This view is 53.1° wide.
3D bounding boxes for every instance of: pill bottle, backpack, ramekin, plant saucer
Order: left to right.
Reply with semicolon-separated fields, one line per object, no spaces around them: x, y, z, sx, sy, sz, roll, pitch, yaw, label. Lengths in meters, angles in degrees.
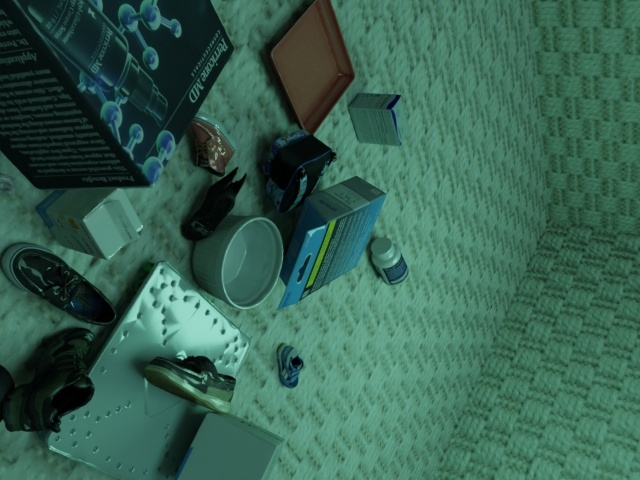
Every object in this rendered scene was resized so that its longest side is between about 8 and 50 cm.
-0.186;0.040;1.408;0.207;0.109;0.207;-26;122;-52;ramekin
-0.065;-0.156;1.521;0.158;0.117;0.173;-34;160;-45;backpack
-0.024;-0.424;1.554;0.259;0.048;0.258;-56;142;-28;plant saucer
0.218;0.065;2.042;0.094;0.094;0.169;-60;144;-24;pill bottle

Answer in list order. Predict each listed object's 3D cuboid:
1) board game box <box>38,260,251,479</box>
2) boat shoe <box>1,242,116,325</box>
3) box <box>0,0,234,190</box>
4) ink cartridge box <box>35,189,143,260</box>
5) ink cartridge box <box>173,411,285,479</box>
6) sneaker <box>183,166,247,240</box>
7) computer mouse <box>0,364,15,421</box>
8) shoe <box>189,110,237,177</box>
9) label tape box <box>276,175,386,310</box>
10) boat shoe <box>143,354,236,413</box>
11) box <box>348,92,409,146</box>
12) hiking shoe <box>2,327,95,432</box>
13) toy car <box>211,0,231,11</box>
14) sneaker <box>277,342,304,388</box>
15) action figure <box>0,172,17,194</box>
-0.335;0.293;1.324;0.389;0.050;0.390;-62;144;-22;board game box
-0.430;0.083;1.084;0.080;0.076;0.228;-60;144;-25;boat shoe
-0.323;-0.297;0.788;0.395;0.212;0.293;62;38;-46;box
-0.376;-0.037;1.063;0.090;0.143;0.092;-52;139;-34;ink cartridge box
-0.194;0.490;1.418;0.232;0.168;0.171;84;30;-75;ink cartridge box
-0.221;-0.076;1.341;0.051;0.170;0.089;38;22;-30;sneaker
-0.566;0.248;0.940;0.272;0.072;0.188;10;92;-57;computer mouse
-0.228;-0.192;1.295;0.178;0.064;0.081;46;60;-66;shoe
0.000;0.000;1.605;0.348;0.115;0.249;-25;144;-49;label tape box
-0.256;0.279;1.306;0.285;0.103;0.092;52;53;-55;boat shoe
0.164;-0.337;1.784;0.072;0.137;0.126;-55;141;-32;box
-0.422;0.237;1.075;0.226;0.114;0.086;-70;166;-54;hiking shoe
-0.233;-0.460;1.161;0.182;0.159;0.136;-49;172;-37;toy car
-0.076;0.346;1.725;0.053;0.059;0.144;-44;135;-44;sneaker
-0.557;-0.067;0.808;0.276;0.248;0.369;13;73;-16;action figure
